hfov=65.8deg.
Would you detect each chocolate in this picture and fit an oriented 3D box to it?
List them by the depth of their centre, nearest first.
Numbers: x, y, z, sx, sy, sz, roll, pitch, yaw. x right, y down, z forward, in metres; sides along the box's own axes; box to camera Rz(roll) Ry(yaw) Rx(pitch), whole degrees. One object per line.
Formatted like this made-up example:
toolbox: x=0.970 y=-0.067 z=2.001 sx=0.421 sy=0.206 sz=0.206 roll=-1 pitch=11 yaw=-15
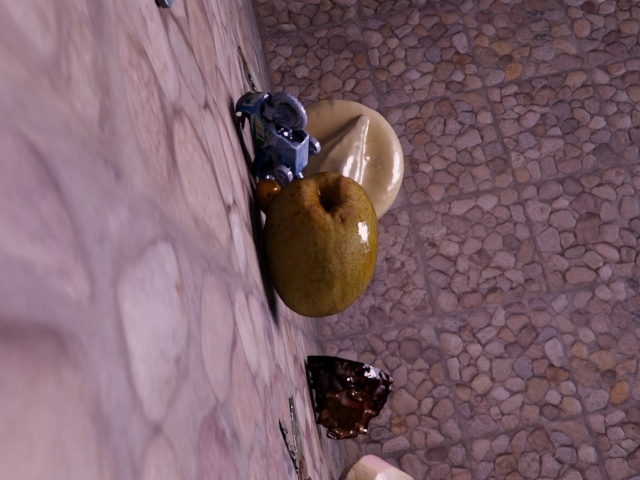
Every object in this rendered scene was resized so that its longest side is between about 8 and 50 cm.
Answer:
chocolate: x=0.036 y=-0.174 z=1.107 sx=0.297 sy=0.313 sz=0.327 roll=113 pitch=-32 yaw=-75
chocolate: x=0.059 y=0.400 z=1.223 sx=0.206 sy=0.223 sz=0.177 roll=81 pitch=21 yaw=-65

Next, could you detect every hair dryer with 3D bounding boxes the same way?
hair dryer: x=-0.150 y=-0.341 z=1.076 sx=0.167 sy=0.067 sz=0.199 roll=-75 pitch=144 yaw=-79

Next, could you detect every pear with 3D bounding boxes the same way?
pear: x=0.000 y=0.000 z=0.808 sx=0.229 sy=0.188 sz=0.212 roll=-83 pitch=171 yaw=-46

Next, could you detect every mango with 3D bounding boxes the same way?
mango: x=-0.090 y=-0.074 z=0.873 sx=0.089 sy=0.046 sz=0.060 roll=89 pitch=-13 yaw=-72

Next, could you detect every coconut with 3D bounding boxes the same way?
coconut: x=0.154 y=0.717 z=1.325 sx=0.259 sy=0.258 sz=0.260 roll=168 pitch=-90 yaw=-89

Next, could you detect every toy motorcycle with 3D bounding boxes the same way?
toy motorcycle: x=-0.080 y=-0.170 z=0.846 sx=0.135 sy=0.092 sz=0.255 roll=33 pitch=-25 yaw=14

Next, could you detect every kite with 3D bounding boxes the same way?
kite: x=-0.028 y=0.315 z=0.685 sx=0.229 sy=0.012 sz=0.250 roll=-104 pitch=-179 yaw=-47

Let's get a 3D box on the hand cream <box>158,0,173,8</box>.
hand cream: x=-0.138 y=-0.299 z=0.449 sx=0.083 sy=0.048 sz=0.224 roll=83 pitch=1 yaw=-51
